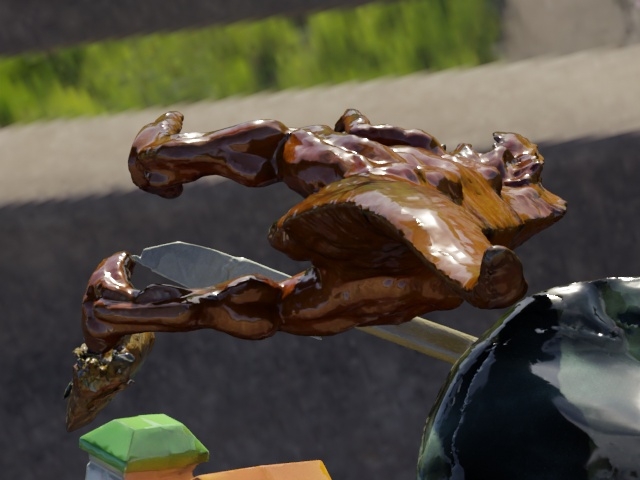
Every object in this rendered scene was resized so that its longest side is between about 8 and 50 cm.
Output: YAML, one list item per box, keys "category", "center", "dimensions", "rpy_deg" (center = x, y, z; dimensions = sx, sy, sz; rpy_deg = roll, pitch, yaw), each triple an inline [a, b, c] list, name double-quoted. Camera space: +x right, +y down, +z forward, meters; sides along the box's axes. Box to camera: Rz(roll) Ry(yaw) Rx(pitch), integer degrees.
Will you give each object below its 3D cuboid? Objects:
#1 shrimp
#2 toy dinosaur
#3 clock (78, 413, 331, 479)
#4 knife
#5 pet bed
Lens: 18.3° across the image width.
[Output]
- category: "shrimp"
  center: [-0.136, 0.083, 1.265]
  dimensions: [0.043, 0.184, 0.091]
  rpy_deg: [32, 81, 1]
- category: "toy dinosaur"
  center: [0.000, 0.000, 0.826]
  dimensions: [0.208, 0.097, 0.432]
  rpy_deg: [0, 10, 11]
- category: "clock"
  center: [-0.062, 0.238, 1.049]
  dimensions: [0.106, 0.255, 0.220]
  rpy_deg: [-2, 15, -44]
- category: "knife"
  center: [-0.002, 0.054, 1.525]
  dimensions: [0.298, 0.017, 0.047]
  rpy_deg: [20, 76, -9]
- category: "pet bed"
  center: [0.140, 0.091, 0.912]
  dimensions: [0.201, 0.053, 0.201]
  rpy_deg: [-10, 42, 9]
